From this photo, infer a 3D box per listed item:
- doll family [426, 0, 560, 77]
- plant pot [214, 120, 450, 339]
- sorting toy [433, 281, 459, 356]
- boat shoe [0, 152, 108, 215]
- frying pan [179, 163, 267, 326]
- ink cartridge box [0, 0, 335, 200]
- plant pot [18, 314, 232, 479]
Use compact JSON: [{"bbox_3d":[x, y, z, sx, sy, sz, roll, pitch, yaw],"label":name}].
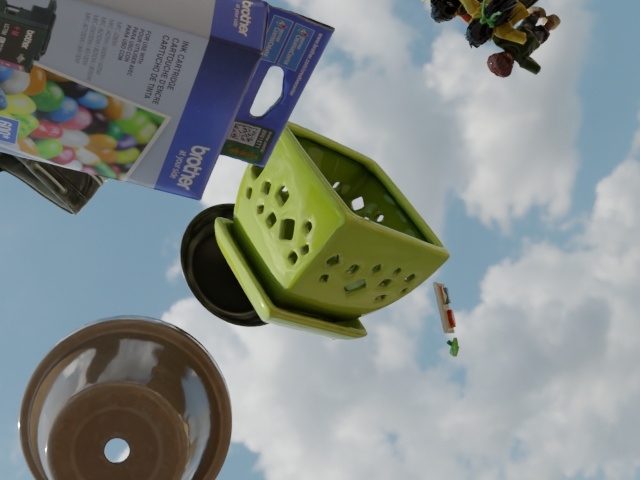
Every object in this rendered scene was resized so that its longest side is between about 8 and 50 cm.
[{"bbox_3d":[0.149,-0.241,1.023,0.111,0.193,0.076,-46,-13,-24],"label":"doll family"},{"bbox_3d":[0.000,0.000,1.421,0.228,0.227,0.207,18,-62,-45],"label":"plant pot"},{"bbox_3d":[0.141,0.087,1.136,0.062,0.012,0.083,21,-123,-75],"label":"sorting toy"},{"bbox_3d":[-0.497,-0.157,1.619,0.119,0.335,0.121,-62,2,-21],"label":"boat shoe"},{"bbox_3d":[-0.138,-0.021,1.564,0.197,0.053,0.326,-3,-111,-33],"label":"frying pan"},{"bbox_3d":[-0.164,-0.124,0.760,0.186,0.311,0.065,123,154,-51],"label":"ink cartridge box"},{"bbox_3d":[-0.230,0.220,1.201,0.229,0.263,0.263,166,129,-83],"label":"plant pot"}]
